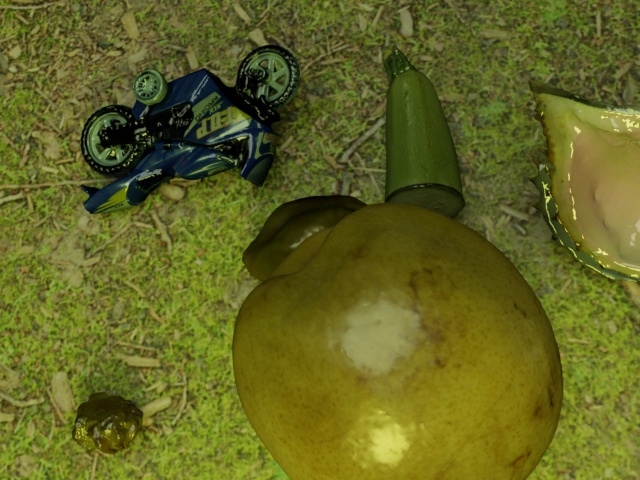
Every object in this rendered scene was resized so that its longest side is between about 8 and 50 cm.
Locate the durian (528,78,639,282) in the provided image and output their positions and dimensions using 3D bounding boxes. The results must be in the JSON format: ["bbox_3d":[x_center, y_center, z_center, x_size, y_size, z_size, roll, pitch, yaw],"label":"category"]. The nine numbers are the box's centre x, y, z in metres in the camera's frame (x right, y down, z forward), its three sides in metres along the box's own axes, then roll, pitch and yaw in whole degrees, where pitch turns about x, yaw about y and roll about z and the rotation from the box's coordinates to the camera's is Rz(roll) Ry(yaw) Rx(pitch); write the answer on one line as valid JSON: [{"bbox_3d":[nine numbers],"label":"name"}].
[{"bbox_3d":[0.351,-0.046,0.921,0.305,0.185,0.195,12,102,9],"label":"durian"}]

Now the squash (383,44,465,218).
[{"bbox_3d":[0.107,-0.135,1.030,0.094,0.094,0.224,-10,66,9],"label":"squash"}]

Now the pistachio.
[{"bbox_3d":[-0.002,0.001,0.999,0.190,0.110,0.100,-3,99,12],"label":"pistachio"}]

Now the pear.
[{"bbox_3d":[0.074,0.120,0.842,0.315,0.314,0.314,-4,72,11],"label":"pear"}]

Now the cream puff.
[{"bbox_3d":[-0.246,0.216,1.012,0.083,0.083,0.058,-13,115,-3],"label":"cream puff"}]

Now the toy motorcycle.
[{"bbox_3d":[-0.160,-0.123,1.073,0.316,0.113,0.168,-18,79,16],"label":"toy motorcycle"}]
